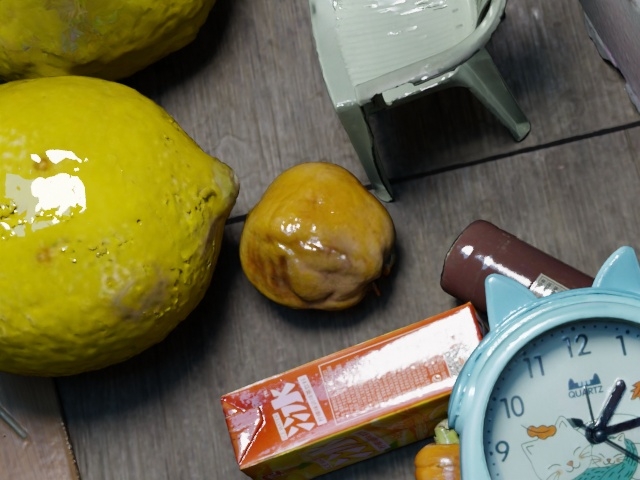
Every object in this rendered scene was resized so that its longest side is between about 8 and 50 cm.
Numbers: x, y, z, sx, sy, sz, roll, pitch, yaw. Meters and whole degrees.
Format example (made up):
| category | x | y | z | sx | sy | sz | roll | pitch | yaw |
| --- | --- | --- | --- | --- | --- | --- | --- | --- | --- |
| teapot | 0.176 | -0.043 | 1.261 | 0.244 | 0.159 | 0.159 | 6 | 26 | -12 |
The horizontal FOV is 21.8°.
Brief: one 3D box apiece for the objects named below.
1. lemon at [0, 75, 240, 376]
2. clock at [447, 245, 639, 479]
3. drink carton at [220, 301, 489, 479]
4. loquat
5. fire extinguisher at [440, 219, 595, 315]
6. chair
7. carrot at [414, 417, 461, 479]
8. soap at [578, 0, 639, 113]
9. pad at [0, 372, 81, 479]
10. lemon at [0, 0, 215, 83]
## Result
| category | x | y | z | sx | sy | sz | roll | pitch | yaw |
| --- | --- | --- | --- | --- | --- | --- | --- | --- | --- |
| lemon | -0.219 | -0.014 | 1.421 | 0.310 | 0.258 | 0.258 | -9 | 67 | 13 |
| clock | 0.209 | 0.147 | 1.259 | 0.223 | 0.094 | 0.274 | -10 | 88 | 0 |
| drink carton | 0.039 | 0.133 | 1.373 | 0.223 | 0.096 | 0.071 | -21 | 65 | 8 |
| loquat | 0.000 | 0.000 | 1.437 | 0.137 | 0.113 | 0.137 | 3 | 53 | -3 |
| fire extinguisher | 0.213 | 0.051 | 1.356 | 0.231 | 0.071 | 0.099 | 28 | 119 | 26 |
| chair | 0.086 | -0.188 | 1.389 | 0.190 | 0.275 | 0.203 | -15 | 68 | 10 |
| carrot | 0.121 | 0.269 | 1.325 | 0.061 | 0.061 | 0.257 | -14 | 75 | 12 |
| soap | 0.295 | -0.113 | 1.333 | 0.302 | 0.159 | 0.258 | 15 | 60 | 24 |
| pad | -0.375 | 0.174 | 1.506 | 0.284 | 0.018 | 0.286 | -19 | 64 | -1 |
| lemon | -0.230 | -0.267 | 1.524 | 0.322 | 0.268 | 0.268 | -27 | 64 | 1 |
